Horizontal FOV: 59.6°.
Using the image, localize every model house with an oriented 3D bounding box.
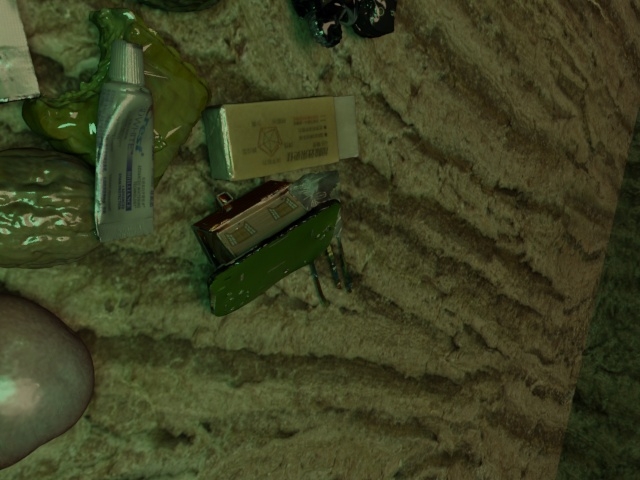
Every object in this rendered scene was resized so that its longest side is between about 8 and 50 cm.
[{"bbox_3d":[-0.128,-0.007,1.097,0.294,0.154,0.207,-33,160,-23],"label":"model house"}]

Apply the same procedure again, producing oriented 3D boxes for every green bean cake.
[{"bbox_3d":[-0.312,-0.220,0.892,0.233,0.124,0.236,38,72,-37],"label":"green bean cake"}]

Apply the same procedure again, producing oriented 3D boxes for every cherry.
[{"bbox_3d":[-0.450,0.189,0.783,0.239,0.206,0.239,-11,112,-29],"label":"cherry"}]

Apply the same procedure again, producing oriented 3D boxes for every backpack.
[{"bbox_3d":[0.120,-0.533,1.224,0.120,0.106,0.165,-19,106,-42],"label":"backpack"}]

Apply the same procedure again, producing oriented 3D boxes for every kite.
[{"bbox_3d":[-0.001,0.000,1.264,0.169,0.015,0.309,-21,108,-36],"label":"kite"}]

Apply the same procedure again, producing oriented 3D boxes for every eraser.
[{"bbox_3d":[-0.067,-0.215,1.133,0.343,0.078,0.144,-16,107,-39],"label":"eraser"}]

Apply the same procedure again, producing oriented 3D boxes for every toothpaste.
[{"bbox_3d":[-0.281,-0.141,0.806,0.099,0.068,0.282,-3,101,-34],"label":"toothpaste"}]

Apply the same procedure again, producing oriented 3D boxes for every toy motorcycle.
[{"bbox_3d":[-0.002,-0.529,1.125,0.159,0.106,0.270,-32,105,-37],"label":"toy motorcycle"}]

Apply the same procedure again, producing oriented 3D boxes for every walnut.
[{"bbox_3d":[-0.424,-0.046,0.802,0.230,0.178,0.178,-9,102,-34],"label":"walnut"}]

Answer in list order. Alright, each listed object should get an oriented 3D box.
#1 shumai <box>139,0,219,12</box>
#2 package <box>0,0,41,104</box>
[{"bbox_3d":[-0.193,-0.494,0.894,0.261,0.222,0.225,-36,121,-26],"label":"shumai"},{"bbox_3d":[-0.510,-0.261,0.699,0.251,0.062,0.203,-12,118,-18],"label":"package"}]
